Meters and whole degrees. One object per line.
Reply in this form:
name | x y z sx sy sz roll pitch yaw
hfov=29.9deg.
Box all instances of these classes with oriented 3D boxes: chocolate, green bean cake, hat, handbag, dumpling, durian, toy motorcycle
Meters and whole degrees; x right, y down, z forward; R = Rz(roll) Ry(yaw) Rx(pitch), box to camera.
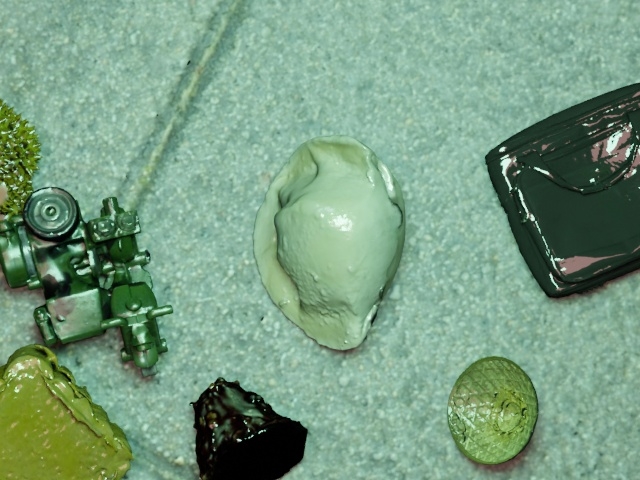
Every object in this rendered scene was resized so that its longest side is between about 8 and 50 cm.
chocolate | -0.112 0.245 1.609 0.156 0.156 0.133 -32 58 -1
green bean cake | -0.388 0.275 1.579 0.229 0.131 0.224 -43 102 -7
hat | 0.249 0.232 1.620 0.146 0.067 0.146 -14 70 41
handbag | 0.384 -0.071 1.627 0.275 0.088 0.244 -23 81 1
dumpling | -0.003 -0.002 1.607 0.227 0.175 0.243 10 70 32
durian | -0.472 -0.103 1.629 0.237 0.138 0.193 35 88 3
toy motorcycle | -0.315 0.061 1.606 0.205 0.127 0.275 -14 83 -10
